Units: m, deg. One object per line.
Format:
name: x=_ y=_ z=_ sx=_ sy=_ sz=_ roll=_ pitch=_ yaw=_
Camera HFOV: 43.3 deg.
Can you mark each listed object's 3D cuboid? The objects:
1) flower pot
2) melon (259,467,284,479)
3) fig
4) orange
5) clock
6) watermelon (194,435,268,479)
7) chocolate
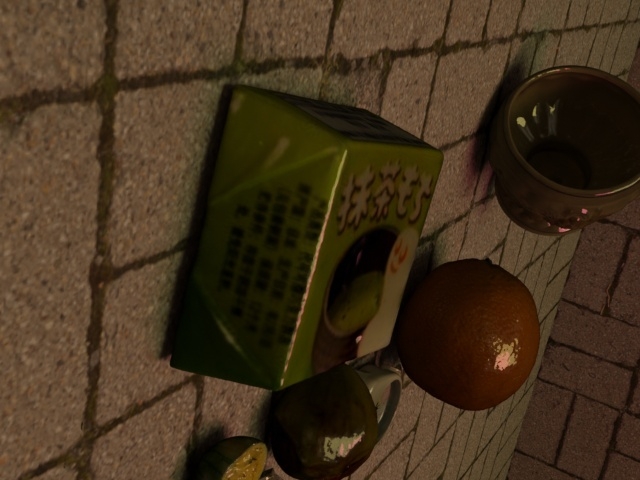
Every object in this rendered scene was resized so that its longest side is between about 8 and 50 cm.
flower pot: x=0.456 y=-0.146 z=1.513 sx=0.307 sy=0.307 sz=0.244 roll=-58 pitch=167 yaw=-22
melon: x=-0.065 y=0.369 z=1.082 sx=0.202 sy=0.093 sz=0.139 roll=-28 pitch=125 yaw=-61
fig: x=0.008 y=0.245 z=1.090 sx=0.154 sy=0.144 sz=0.166 roll=36 pitch=64 yaw=-27
orange: x=0.253 y=0.156 z=1.387 sx=0.264 sy=0.264 sz=0.264 roll=-44 pitch=145 yaw=-42
clock: x=0.079 y=0.273 z=1.324 sx=0.191 sy=0.062 sz=0.151 roll=-7 pitch=115 yaw=-62
watermelon: x=-0.110 y=0.272 z=0.946 sx=0.105 sy=0.062 sz=0.105 roll=-41 pitch=147 yaw=-34
chocolate: x=0.000 y=0.000 z=0.871 sx=0.301 sy=0.137 sz=0.289 roll=-8 pitch=116 yaw=-62
